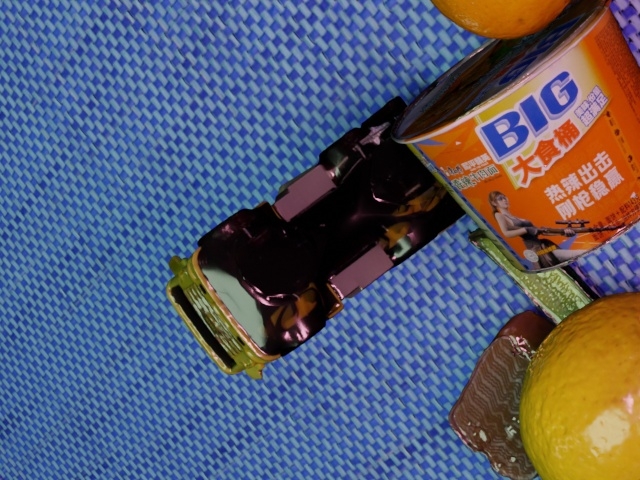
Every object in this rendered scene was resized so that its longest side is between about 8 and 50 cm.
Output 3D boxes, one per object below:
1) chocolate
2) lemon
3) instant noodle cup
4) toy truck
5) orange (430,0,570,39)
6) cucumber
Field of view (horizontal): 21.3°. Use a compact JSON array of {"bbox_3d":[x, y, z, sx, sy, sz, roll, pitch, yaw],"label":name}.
[{"bbox_3d":[0.268,0.203,2.210,0.148,0.093,0.214,41,137,17],"label":"chocolate"},{"bbox_3d":[0.367,0.194,1.971,0.293,0.293,0.293,24,132,30],"label":"lemon"},{"bbox_3d":[0.253,-0.112,1.875,0.296,0.296,0.214,-22,108,49],"label":"instant noodle cup"},{"bbox_3d":[0.000,0.000,2.092,0.180,0.405,0.254,52,150,2],"label":"toy truck"},{"bbox_3d":[0.195,-0.326,1.814,0.193,0.219,0.219,26,144,-19],"label":"orange"},{"bbox_3d":[0.283,0.043,2.121,0.220,0.046,0.070,44,137,9],"label":"cucumber"}]
